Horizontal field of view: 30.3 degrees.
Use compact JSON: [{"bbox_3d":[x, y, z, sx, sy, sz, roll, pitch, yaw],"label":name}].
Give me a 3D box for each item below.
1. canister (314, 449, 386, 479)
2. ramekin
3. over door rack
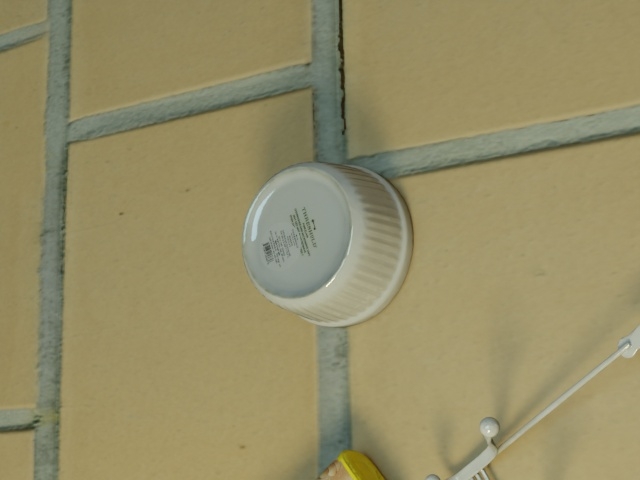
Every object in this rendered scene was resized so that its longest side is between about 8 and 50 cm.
[{"bbox_3d":[0.014,0.346,1.395,0.170,0.073,0.126,-49,59,15],"label":"canister"},{"bbox_3d":[0.000,0.000,1.450,0.207,0.109,0.207,-7,77,33],"label":"ramekin"},{"bbox_3d":[0.280,0.260,1.212,0.324,0.108,0.239,-40,62,21],"label":"over door rack"}]
